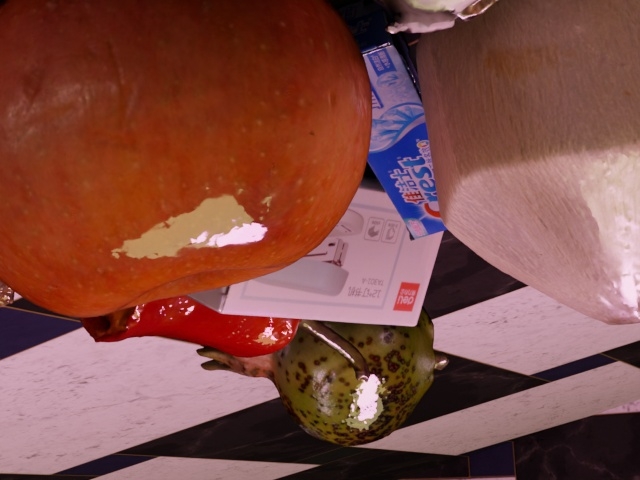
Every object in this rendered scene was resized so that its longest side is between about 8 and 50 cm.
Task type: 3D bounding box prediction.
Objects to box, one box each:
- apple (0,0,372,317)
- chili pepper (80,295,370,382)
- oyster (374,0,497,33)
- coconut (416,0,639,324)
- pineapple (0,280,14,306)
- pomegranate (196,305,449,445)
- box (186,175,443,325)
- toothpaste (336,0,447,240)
[{"bbox_3d":[-0.102,-0.062,0.727,0.272,0.206,0.251,-13,164,-5],"label":"apple"},{"bbox_3d":[-0.082,0.047,1.152,0.338,0.134,0.131,13,-170,-46],"label":"chili pepper"},{"bbox_3d":[0.072,-0.208,0.615,0.214,0.083,0.223,-23,149,11],"label":"oyster"},{"bbox_3d":[0.189,-0.075,0.787,0.237,0.265,0.237,-13,170,-2],"label":"coconut"},{"bbox_3d":[-0.352,0.028,1.034,0.159,0.074,0.074,1,158,-14],"label":"pineapple"},{"bbox_3d":[0.004,0.119,1.390,0.204,0.277,0.222,-45,155,-32],"label":"pomegranate"},{"bbox_3d":[0.000,0.000,1.061,0.269,0.135,0.079,8,-169,-46],"label":"box"},{"bbox_3d":[0.062,-0.086,0.920,0.066,0.053,0.272,-18,149,12],"label":"toothpaste"}]
